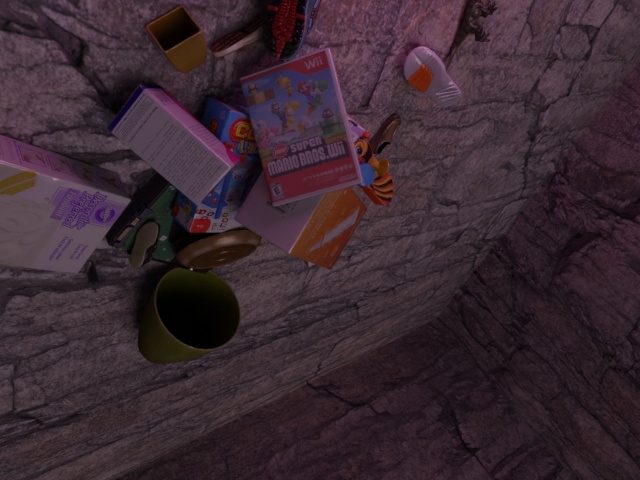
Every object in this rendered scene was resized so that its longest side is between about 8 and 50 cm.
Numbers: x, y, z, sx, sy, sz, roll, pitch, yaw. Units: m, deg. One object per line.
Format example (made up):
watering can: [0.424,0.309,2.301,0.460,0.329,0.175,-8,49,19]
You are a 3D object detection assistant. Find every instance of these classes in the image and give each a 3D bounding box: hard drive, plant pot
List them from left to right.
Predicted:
plant pot: [-0.444,0.266,1.354,0.275,0.275,0.293,0,148,-48]
plant pot: [-0.262,-0.368,0.819,0.081,0.081,0.083,-34,162,-7]
hard drive: [-0.364,-0.035,1.180,0.237,0.064,0.339,-45,151,11]
plant pot: [-0.270,0.031,1.185,0.236,0.032,0.236,-19,167,-4]

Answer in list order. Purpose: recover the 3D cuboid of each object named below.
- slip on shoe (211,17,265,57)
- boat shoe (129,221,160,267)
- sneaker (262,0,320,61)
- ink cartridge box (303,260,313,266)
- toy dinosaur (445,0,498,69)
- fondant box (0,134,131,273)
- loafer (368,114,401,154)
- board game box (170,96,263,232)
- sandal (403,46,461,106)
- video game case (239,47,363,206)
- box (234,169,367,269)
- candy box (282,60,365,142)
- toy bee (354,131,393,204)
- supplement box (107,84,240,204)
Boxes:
slip on shoe: [-0.161,-0.410,0.899,0.135,0.051,0.041,-39,147,-14]
boat shoe: [-0.427,0.007,1.068,0.133,0.049,0.042,-59,173,21]
sneaker: [-0.046,-0.499,0.880,0.125,0.104,0.262,-77,-167,-74]
ink cartridge box: [0.000,0.000,1.670,0.145,0.045,0.179,-22,128,-25]
toy dinosaur: [0.449,-0.627,1.255,0.118,0.064,0.268,-15,146,-23]
fondant box: [-0.594,-0.065,0.857,0.238,0.096,0.330,-47,150,15]
loafer: [0.214,-0.337,1.404,0.056,0.050,0.148,7,128,-51]
board game box: [-0.181,-0.170,1.094,0.308,0.086,0.302,-3,124,-51]
sandal: [0.326,-0.489,1.289,0.102,0.076,0.265,-29,145,31]
video game case: [-0.041,-0.234,0.920,0.204,0.285,0.025,-14,-178,13]
box: [-0.031,-0.070,1.123,0.215,0.168,0.345,-59,161,1]
candy box: [-0.006,-0.320,1.037,0.070,0.196,0.165,-47,151,19]
toy bee: [0.135,-0.244,1.343,0.298,0.195,0.162,37,79,-49]
supplement box: [-0.286,-0.193,0.876,0.114,0.220,0.111,-46,-168,14]
